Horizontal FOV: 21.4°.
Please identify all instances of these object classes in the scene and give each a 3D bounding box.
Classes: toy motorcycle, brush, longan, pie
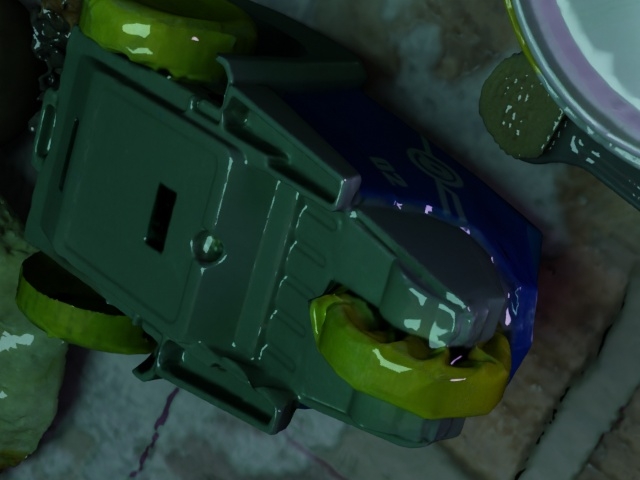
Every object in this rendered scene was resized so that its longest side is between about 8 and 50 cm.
[{"bbox_3d":[0.000,0.000,0.883,0.326,0.200,0.191,31,113,37],"label":"toy motorcycle"},{"bbox_3d":[0.186,-0.009,0.848,0.266,0.027,0.062,40,117,22],"label":"brush"},{"bbox_3d":[-0.223,-0.106,1.058,0.119,0.106,0.106,-28,82,47],"label":"longan"},{"bbox_3d":[-0.277,0.046,1.109,0.257,0.105,0.274,49,131,2],"label":"pie"}]

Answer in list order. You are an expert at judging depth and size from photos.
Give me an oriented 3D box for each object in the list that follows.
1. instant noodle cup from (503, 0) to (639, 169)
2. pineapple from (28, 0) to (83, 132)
[{"bbox_3d":[0.207,-0.127,0.715,0.264,0.200,0.264,6,102,32],"label":"instant noodle cup"},{"bbox_3d":[-0.131,-0.139,0.997,0.108,0.108,0.198,33,123,25],"label":"pineapple"}]
